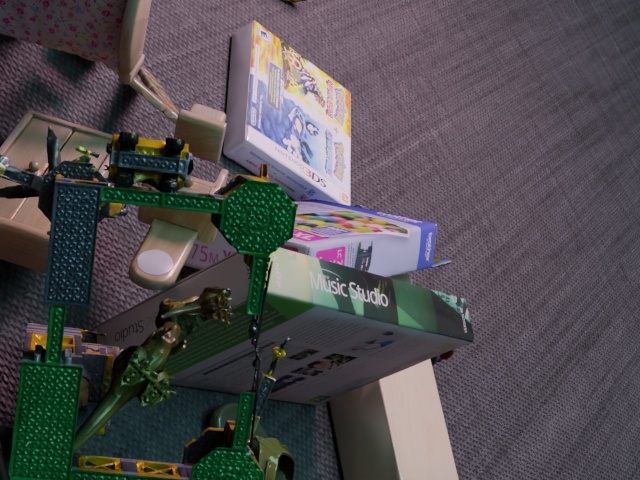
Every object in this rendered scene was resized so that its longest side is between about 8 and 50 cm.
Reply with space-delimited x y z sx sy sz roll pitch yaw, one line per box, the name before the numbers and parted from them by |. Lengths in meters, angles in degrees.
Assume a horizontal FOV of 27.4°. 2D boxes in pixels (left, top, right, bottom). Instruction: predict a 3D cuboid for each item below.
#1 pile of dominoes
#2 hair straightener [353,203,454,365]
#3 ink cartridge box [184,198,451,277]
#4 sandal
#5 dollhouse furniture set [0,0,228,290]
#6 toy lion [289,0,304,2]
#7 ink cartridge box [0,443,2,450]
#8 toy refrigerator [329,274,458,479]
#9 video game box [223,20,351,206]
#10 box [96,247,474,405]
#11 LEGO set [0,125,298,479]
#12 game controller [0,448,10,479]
pile of dominoes | -0.219 -0.217 1.363 0.196 0.040 0.251 41 4 -24
hair straightener | 0.089 0.059 1.677 0.089 0.047 0.230 -19 82 -56
ink cartridge box | 0.000 0.000 1.487 0.311 0.186 0.065 -6 105 -55
sandal | -0.050 0.243 1.366 0.180 0.049 0.072 60 34 -2
dollhouse furniture set | -0.218 -0.155 1.149 0.303 0.355 0.173 18 41 2
toy lion | -0.035 -0.362 1.776 0.096 0.100 0.034 10 55 -27
ink cartridge box | -0.335 0.157 1.023 0.143 0.090 0.092 9 60 -48
toy refrigerator | 0.068 0.172 1.535 0.102 0.094 0.269 14 54 -43
video game box | -0.037 -0.150 1.666 0.187 0.048 0.205 34 43 -37
box | -0.031 0.094 1.334 0.322 0.232 0.058 15 57 -47
LEGO set | -0.150 0.068 1.118 0.255 0.192 0.331 -2 97 -11
game controller | -0.281 0.125 0.922 0.166 0.067 0.319 -30 104 -76
